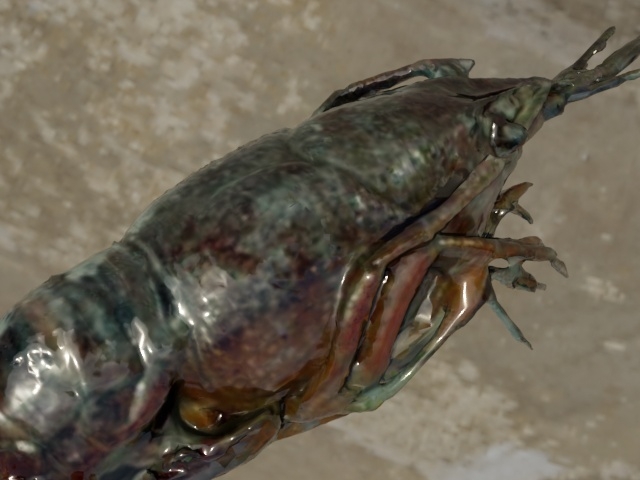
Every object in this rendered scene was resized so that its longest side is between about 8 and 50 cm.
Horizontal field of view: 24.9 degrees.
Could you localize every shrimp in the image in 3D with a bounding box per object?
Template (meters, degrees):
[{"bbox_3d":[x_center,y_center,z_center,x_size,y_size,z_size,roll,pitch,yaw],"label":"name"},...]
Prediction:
[{"bbox_3d":[-0.002,0.001,0.661,0.172,0.372,0.137,29,138,51],"label":"shrimp"}]
